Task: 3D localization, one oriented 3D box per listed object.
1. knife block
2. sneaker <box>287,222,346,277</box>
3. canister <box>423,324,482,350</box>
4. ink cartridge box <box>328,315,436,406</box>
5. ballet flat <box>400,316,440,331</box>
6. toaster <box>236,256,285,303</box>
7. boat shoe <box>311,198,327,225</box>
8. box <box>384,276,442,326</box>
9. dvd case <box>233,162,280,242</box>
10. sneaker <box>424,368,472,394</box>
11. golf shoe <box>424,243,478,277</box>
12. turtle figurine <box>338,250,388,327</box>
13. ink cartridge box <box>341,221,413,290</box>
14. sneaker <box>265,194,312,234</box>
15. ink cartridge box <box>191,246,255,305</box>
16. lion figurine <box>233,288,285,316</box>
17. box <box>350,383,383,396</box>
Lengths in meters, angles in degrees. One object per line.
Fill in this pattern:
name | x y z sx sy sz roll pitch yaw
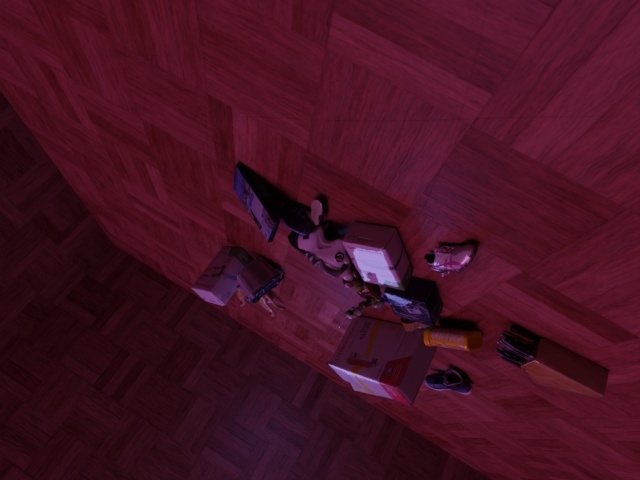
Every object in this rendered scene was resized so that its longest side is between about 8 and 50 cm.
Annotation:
knife block | 0.704 0.365 1.268 0.275 0.088 0.242 -2 138 50
sneaker | 0.000 0.000 1.425 0.122 0.147 0.330 20 -172 -35
canister | 0.480 0.353 1.475 0.126 0.074 0.169 6 173 -42
ink cartridge box | 0.265 0.509 1.790 0.384 0.279 0.160 2 140 46
ballet flat | 0.368 0.299 1.553 0.073 0.080 0.232 50 153 7
toaster | -0.295 0.183 1.962 0.146 0.227 0.129 45 156 16
boat shoe | -0.003 -0.099 1.319 0.049 0.042 0.133 47 158 18
box | 0.324 0.205 1.416 0.155 0.093 0.158 12 146 37
dvd case | -0.229 -0.128 1.427 0.253 0.022 0.180 56 156 10
sneaker | 0.567 0.641 1.884 0.226 0.086 0.163 -5 147 38
golf shoe | 0.358 0.047 1.134 0.085 0.068 0.186 36 154 -3
turtle figurine | 0.100 0.181 1.510 0.274 0.198 0.266 -2 134 44
ink cartridge box | 0.186 0.050 1.301 0.160 0.093 0.220 11 146 37
sneaker | -0.106 -0.083 1.418 0.221 0.083 0.087 37 170 30
ink cartridge box | -0.491 0.174 2.059 0.201 0.278 0.117 1 140 47
lion figurine | -0.401 0.301 2.380 0.391 0.142 0.240 8 140 15
box | 0.289 0.632 1.993 0.242 0.214 0.117 2 134 30
